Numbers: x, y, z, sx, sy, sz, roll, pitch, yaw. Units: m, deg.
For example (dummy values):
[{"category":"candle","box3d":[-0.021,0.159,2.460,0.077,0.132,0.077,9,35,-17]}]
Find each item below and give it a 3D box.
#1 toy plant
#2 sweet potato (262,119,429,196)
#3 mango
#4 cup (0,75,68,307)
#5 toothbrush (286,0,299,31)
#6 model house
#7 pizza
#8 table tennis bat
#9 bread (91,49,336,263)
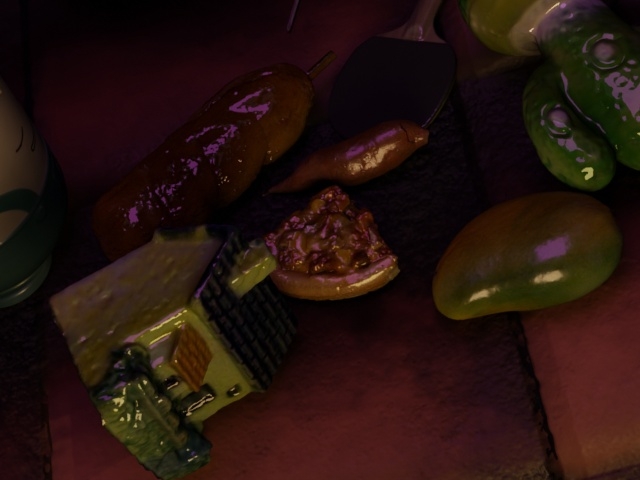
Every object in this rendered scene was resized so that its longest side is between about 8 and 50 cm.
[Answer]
[{"category":"toy plant","box3d":[0.280,-0.193,1.660,0.224,0.184,0.316,-17,63,-18]},{"category":"sweet potato","box3d":[0.026,-0.083,1.736,0.194,0.056,0.056,-18,52,15]},{"category":"mango","box3d":[0.200,0.010,1.580,0.191,0.085,0.122,-9,57,13]},{"category":"cup","box3d":[-0.413,-0.094,1.773,0.219,0.258,0.290,-26,51,1]},{"category":"toothbrush","box3d":[-0.029,-0.286,1.922,0.008,0.006,0.097,-5,54,28]},{"category":"model house","box3d":[-0.114,0.101,1.563,0.211,0.194,0.170,-32,49,0]},{"category":"pizza","box3d":[0.000,0.000,1.687,0.175,0.046,0.134,-6,55,17]},{"category":"table tennis bat","box3d":[0.094,-0.206,1.813,0.138,0.022,0.247,11,62,27]},{"category":"bread","box3d":[-0.113,-0.102,1.778,0.344,0.084,0.124,-43,53,-12]}]
